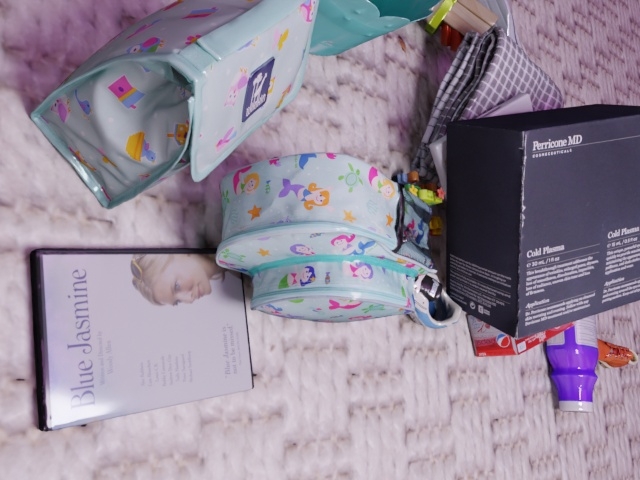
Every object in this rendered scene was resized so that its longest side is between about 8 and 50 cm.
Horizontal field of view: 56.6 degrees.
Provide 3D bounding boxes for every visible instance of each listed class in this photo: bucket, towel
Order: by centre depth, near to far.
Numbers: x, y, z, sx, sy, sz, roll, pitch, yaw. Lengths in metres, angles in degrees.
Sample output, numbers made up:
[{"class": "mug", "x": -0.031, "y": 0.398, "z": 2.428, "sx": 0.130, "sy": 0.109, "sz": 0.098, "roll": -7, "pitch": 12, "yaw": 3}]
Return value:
[{"class": "bucket", "x": 0.035, "y": -0.423, "z": 0.883, "sx": 0.281, "sy": 0.183, "sz": 0.281, "roll": 6, "pitch": 80, "yaw": -38}, {"class": "towel", "x": 0.313, "y": -0.206, "z": 1.091, "sx": 0.235, "sy": 0.121, "sz": 0.284, "roll": 26, "pitch": 86, "yaw": -37}]

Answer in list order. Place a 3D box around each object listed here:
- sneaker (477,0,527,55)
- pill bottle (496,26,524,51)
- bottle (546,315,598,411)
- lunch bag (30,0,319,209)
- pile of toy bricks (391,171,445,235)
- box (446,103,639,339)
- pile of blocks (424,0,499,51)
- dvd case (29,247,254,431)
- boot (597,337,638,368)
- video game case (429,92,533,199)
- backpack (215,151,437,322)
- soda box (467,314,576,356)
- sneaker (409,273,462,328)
[{"class": "sneaker", "x": 0.396, "y": -0.452, "z": 1.326, "sx": 0.091, "sy": 0.094, "sz": 0.258, "roll": -47, "pitch": 119, "yaw": -55}, {"class": "pill bottle", "x": 0.391, "y": -0.328, "z": 1.252, "sx": 0.221, "sy": 0.124, "sz": 0.124, "roll": 53, "pitch": 50, "yaw": -21}, {"class": "bottle", "x": 0.542, "y": 0.223, "z": 1.280, "sx": 0.118, "sy": 0.092, "sz": 0.283, "roll": 17, "pitch": 69, "yaw": -39}, {"class": "lunch bag", "x": -0.134, "y": -0.165, "z": 0.621, "sx": 0.160, "sy": 0.262, "sz": 0.223, "roll": 55, "pitch": 48, "yaw": -18}, {"class": "pile of toy bricks", "x": 0.152, "y": -0.063, "z": 0.974, "sx": 0.212, "sy": 0.105, "sz": 0.118, "roll": 5, "pitch": 76, "yaw": -43}, {"class": "box", "x": 0.393, "y": -0.050, "z": 0.971, "sx": 0.343, "sy": 0.179, "sz": 0.313, "roll": -11, "pitch": 109, "yaw": -24}, {"class": "pile of blocks", "x": 0.170, "y": -0.463, "z": 1.111, "sx": 0.362, "sy": 0.149, "sz": 0.113, "roll": 32, "pitch": 102, "yaw": -23}, {"class": "dvd case", "x": -0.189, "y": 0.098, "z": 0.671, "sx": 0.253, "sy": 0.022, "sz": 0.180, "roll": 0, "pitch": 80, "yaw": -43}, {"class": "boot", "x": 0.695, "y": 0.265, "z": 1.422, "sx": 0.158, "sy": 0.084, "sz": 0.059, "roll": 25, "pitch": 65, "yaw": -35}, {"class": "video game case", "x": 0.305, "y": -0.108, "z": 1.030, "sx": 0.206, "sy": 0.026, "sz": 0.227, "roll": -30, "pitch": 115, "yaw": -16}, {"class": "backpack", "x": 0.000, "y": 0.000, "z": 0.718, "sx": 0.253, "sy": 0.225, "sz": 0.191, "roll": 32, "pitch": 56, "yaw": -50}, {"class": "soda box", "x": 0.399, "y": 0.156, "z": 1.162, "sx": 0.263, "sy": 0.092, "sz": 0.084, "roll": -9, "pitch": 85, "yaw": -44}, {"class": "sneaker", "x": 0.139, "y": 0.059, "z": 0.947, "sx": 0.237, "sy": 0.086, "sz": 0.085, "roll": 41, "pitch": 57, "yaw": -27}]
